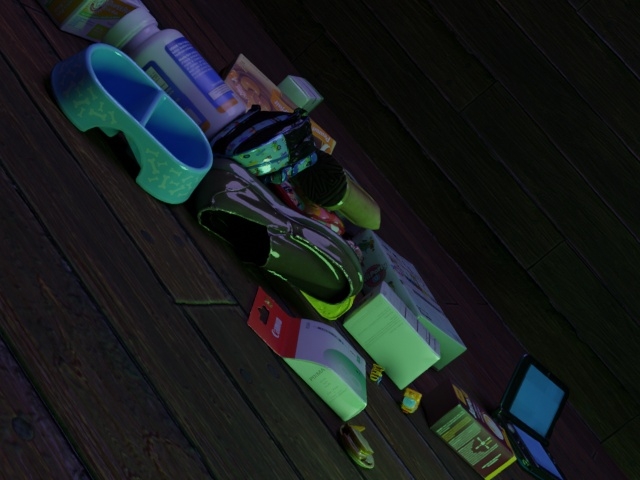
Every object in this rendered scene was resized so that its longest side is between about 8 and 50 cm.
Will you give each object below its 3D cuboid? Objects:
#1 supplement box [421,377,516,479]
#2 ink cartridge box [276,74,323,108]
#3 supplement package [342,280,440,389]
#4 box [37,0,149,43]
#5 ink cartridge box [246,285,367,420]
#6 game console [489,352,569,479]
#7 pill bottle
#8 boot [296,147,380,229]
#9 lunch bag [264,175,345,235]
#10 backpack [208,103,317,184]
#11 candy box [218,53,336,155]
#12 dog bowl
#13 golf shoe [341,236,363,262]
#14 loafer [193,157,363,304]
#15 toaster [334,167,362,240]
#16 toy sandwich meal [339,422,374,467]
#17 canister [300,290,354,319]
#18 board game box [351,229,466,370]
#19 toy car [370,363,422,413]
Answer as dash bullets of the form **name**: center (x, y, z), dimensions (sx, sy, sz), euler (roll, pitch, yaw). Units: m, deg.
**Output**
- **supplement box**: center (0.299, 0.381, 1.906), dimensions (0.188, 0.081, 0.104), euler (44, 13, -21)
- **ink cartridge box**: center (-0.093, -0.374, 2.629), dimensions (0.092, 0.160, 0.219), euler (48, 12, 2)
- **supplement package**: center (0.144, 0.189, 1.892), dimensions (0.179, 0.105, 0.105), euler (49, 12, -4)
- **box**: center (-0.436, -0.456, 1.796), dimensions (0.103, 0.114, 0.203), euler (51, 14, 9)
- **ink cartridge box**: center (-0.016, 0.168, 1.530), dimensions (0.225, 0.056, 0.181), euler (49, 12, -11)
- **game console**: center (0.575, 0.469, 2.388), dimensions (0.293, 0.173, 0.250), euler (37, 17, -43)
- **pill bottle**: center (-0.281, -0.298, 1.769), dimensions (0.272, 0.152, 0.152), euler (49, 12, -3)
- **boot**: center (0.050, -0.091, 1.892), dimensions (0.269, 0.089, 0.236), euler (38, 12, -48)
- **lunch bag**: center (-0.093, -0.092, 1.914), dimensions (0.258, 0.120, 0.293), euler (50, 10, 21)
- **backpack**: center (-0.112, -0.160, 1.688), dimensions (0.158, 0.173, 0.117), euler (12, -53, 42)
- **candy box**: center (-0.119, -0.259, 2.177), dimensions (0.316, 0.087, 0.183), euler (42, 41, -19)
- **dog bowl**: center (-0.290, -0.192, 1.508), dimensions (0.297, 0.074, 0.166), euler (45, 28, -20)
- **golf shoe**: center (0.014, 0.007, 2.064), dimensions (0.186, 0.067, 0.086), euler (42, 41, -11)
- **loafer**: center (-0.085, 0.014, 1.645), dimensions (0.366, 0.134, 0.130), euler (35, 43, -18)
- **toaster**: center (0.049, -0.104, 2.431), dimensions (0.168, 0.110, 0.185), euler (56, 14, 27)
- **toy sandwich meal**: center (0.060, 0.306, 1.422), dimensions (0.085, 0.029, 0.085), euler (46, 13, -14)
- **canister**: center (0.017, 0.081, 1.852), dimensions (0.126, 0.073, 0.170), euler (50, 11, 2)
- **board game box**: center (0.194, 0.139, 2.240), dimensions (0.224, 0.097, 0.303), euler (38, 18, -45)
- **toy car**: center (0.135, 0.286, 1.776), dimensions (0.122, 0.060, 0.040), euler (32, 58, -3)
